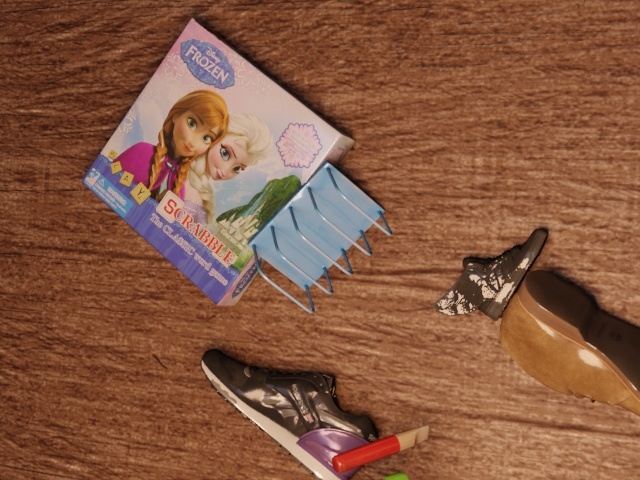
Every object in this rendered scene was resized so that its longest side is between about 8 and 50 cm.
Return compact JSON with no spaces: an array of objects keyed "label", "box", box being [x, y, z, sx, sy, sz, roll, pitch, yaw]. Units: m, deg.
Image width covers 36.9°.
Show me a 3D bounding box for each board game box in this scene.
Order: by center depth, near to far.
[{"label":"board game box","box":[-0.164,-0.120,1.468,0.319,0.066,0.318,39,100,18]}]

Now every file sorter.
[{"label":"file sorter","box":[0.000,0.000,1.350,0.118,0.104,0.170,39,104,-23]}]

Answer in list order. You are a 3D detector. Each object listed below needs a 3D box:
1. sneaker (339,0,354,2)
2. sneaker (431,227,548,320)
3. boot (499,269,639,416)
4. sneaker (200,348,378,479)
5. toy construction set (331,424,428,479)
[{"label":"sneaker","box":[0.066,-0.461,1.370,0.087,0.130,0.227,35,97,18]},{"label":"sneaker","box":[0.232,0.042,1.313,0.089,0.051,0.170,32,101,15]},{"label":"boot","box":[0.371,0.170,1.245,0.305,0.112,0.115,38,130,15]},{"label":"sneaker","box":[-0.042,0.229,1.395,0.283,0.107,0.124,37,85,15]},{"label":"toy construction set","box":[0.157,0.393,1.254,0.237,0.257,0.308,-15,99,-24]}]
